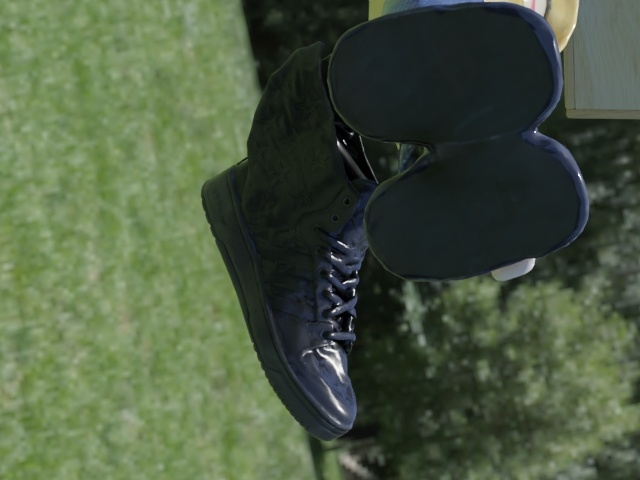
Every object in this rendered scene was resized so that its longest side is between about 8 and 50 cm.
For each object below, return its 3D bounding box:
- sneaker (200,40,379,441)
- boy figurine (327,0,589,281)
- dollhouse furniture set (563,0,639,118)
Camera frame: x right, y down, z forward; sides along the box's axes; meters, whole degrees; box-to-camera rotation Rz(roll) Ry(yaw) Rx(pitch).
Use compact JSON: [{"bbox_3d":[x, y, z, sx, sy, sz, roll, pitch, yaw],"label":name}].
[{"bbox_3d":[0.001,0.000,0.711,0.051,0.089,0.170,17,46,-65],"label":"sneaker"},{"bbox_3d":[0.067,-0.073,0.653,0.285,0.092,0.177,-61,139,-68],"label":"boy figurine"},{"bbox_3d":[0.279,-0.232,1.117,0.355,0.303,0.174,-53,141,-57],"label":"dollhouse furniture set"}]
